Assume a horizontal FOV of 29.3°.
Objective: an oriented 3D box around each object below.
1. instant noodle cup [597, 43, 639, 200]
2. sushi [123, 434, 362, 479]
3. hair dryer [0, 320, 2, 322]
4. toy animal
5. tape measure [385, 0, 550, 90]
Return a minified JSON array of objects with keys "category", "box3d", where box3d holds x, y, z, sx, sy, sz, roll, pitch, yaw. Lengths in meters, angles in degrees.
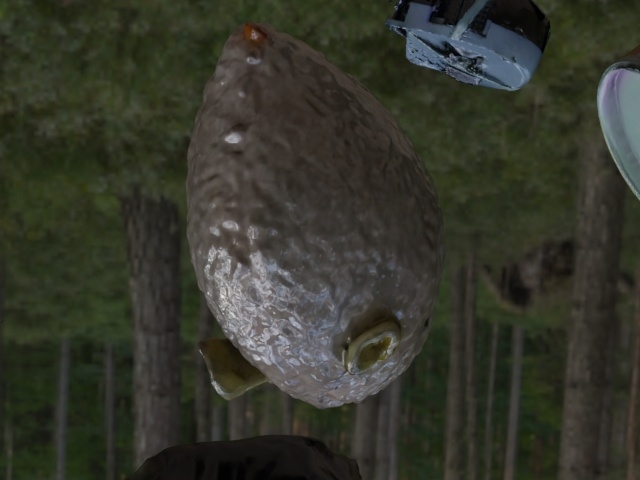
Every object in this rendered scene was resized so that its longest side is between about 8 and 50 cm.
[{"category":"instant noodle cup","box3d":[0.410,-0.125,1.188,0.200,0.264,0.264,-31,-165,-11]},{"category":"sushi","box3d":[-0.061,0.359,1.172,0.281,0.299,0.294,-19,-136,5]},{"category":"hair dryer","box3d":[-0.289,-0.026,0.812,0.173,0.107,0.357,31,159,21]},{"category":"toy animal","box3d":[-0.003,-0.005,0.990,0.188,0.358,0.226,-7,-146,32]},{"category":"tape measure","box3d":[0.092,-0.130,0.754,0.094,0.054,0.091,20,172,23]}]
